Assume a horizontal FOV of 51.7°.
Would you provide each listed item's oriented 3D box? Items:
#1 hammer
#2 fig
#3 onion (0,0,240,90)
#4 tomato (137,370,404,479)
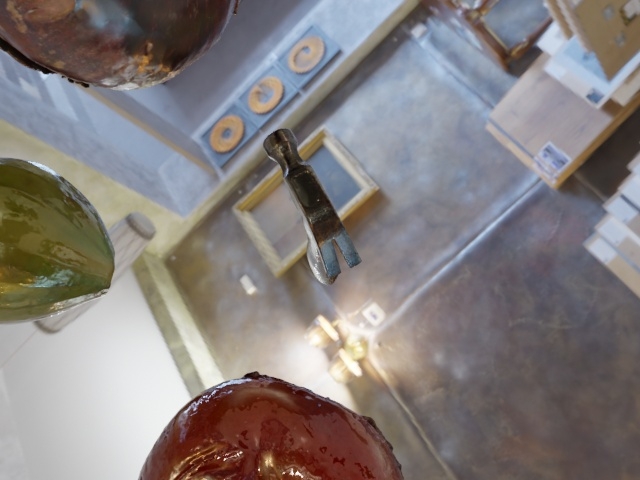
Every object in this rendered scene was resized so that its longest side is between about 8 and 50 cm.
[{"bbox_3d":[0.000,0.000,0.725,0.137,0.037,0.290,62,175,19],"label":"hammer"},{"bbox_3d":[-0.419,0.014,0.924,0.271,0.239,0.239,25,-168,-2],"label":"fig"},{"bbox_3d":[-0.161,-0.234,0.484,0.190,0.246,0.246,2,154,44],"label":"onion"},{"bbox_3d":[-0.045,0.218,0.483,0.228,0.228,0.101,46,-174,-1],"label":"tomato"}]
